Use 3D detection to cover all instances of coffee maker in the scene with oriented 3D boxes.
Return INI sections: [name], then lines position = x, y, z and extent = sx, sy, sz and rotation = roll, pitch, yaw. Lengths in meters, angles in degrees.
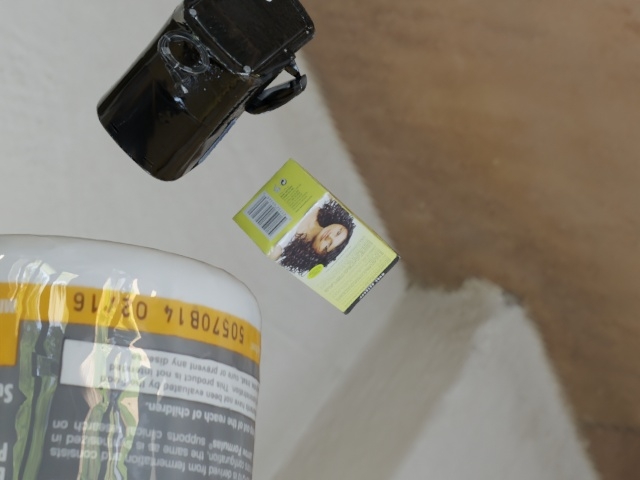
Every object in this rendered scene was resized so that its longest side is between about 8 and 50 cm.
[coffee maker]
position = -0.117, -0.142, 1.559
extent = 0.178, 0.171, 0.120
rotation = -44, 67, 45

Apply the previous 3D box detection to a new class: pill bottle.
[pill bottle]
position = -0.111, 0.147, 0.720
extent = 0.162, 0.278, 0.162
rotation = 3, 165, 1

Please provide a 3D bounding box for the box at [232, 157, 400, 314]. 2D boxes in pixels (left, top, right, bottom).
[box]
position = 0.000, 0.000, 1.768
extent = 0.058, 0.087, 0.232
rotation = 45, -176, 25
